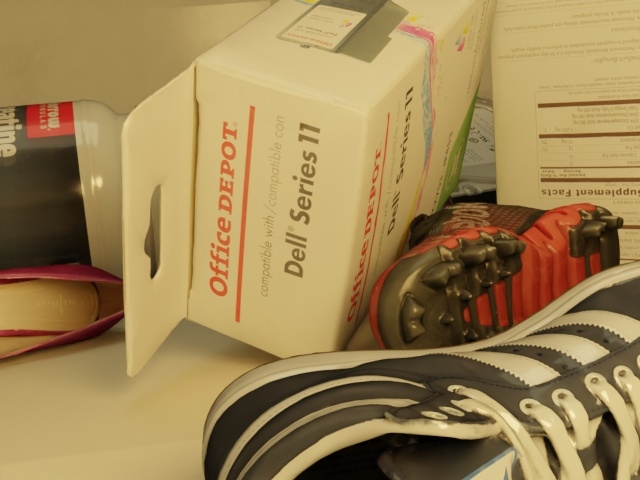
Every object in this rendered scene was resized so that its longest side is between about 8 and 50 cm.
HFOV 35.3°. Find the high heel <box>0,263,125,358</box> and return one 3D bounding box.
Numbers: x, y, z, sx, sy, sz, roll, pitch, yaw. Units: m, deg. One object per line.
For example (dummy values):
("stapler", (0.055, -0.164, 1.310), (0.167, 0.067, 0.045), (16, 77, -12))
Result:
("high heel", (-0.243, 0.058, 0.738), (0.117, 0.082, 0.244), (-11, -7, 29))

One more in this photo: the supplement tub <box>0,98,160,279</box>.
("supplement tub", (-0.274, -0.029, 0.927), (0.272, 0.191, 0.191), (-7, 10, -12))

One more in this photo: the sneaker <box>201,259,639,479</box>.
("sneaker", (0.092, 0.077, 0.384), (0.282, 0.099, 0.153), (-12, 5, -3))

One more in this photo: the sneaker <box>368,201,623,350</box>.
("sneaker", (0.099, 0.030, 0.673), (0.135, 0.098, 0.276), (3, 10, 36))

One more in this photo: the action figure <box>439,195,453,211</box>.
("action figure", (0.000, 0.000, 0.920), (0.285, 0.099, 0.185), (-23, 26, -39))

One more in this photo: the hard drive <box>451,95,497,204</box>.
("hard drive", (0.125, -0.092, 1.207), (0.339, 0.064, 0.237), (-10, 36, -26))

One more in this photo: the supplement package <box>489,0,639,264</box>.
("supplement package", (0.229, -0.083, 0.827), (0.133, 0.244, 0.139), (3, 11, 34))

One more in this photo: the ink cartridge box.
("ink cartridge box", (0.007, -0.057, 0.699), (0.119, 0.207, 0.353), (20, 38, 17))
